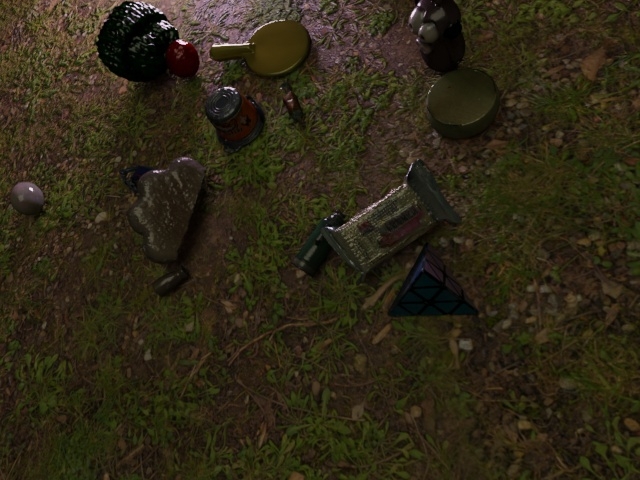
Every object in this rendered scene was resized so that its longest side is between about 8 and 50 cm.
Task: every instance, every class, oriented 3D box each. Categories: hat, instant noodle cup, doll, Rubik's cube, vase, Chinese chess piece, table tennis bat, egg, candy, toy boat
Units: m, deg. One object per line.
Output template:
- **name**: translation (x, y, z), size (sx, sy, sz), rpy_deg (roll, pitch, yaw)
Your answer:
- **hat**: translation (-0.588, -0.677, 1.513), size (0.332, 0.242, 0.274), rpy_deg (25, 94, 12)
- **instant noodle cup**: translation (-0.282, -0.400, 1.356), size (0.178, 0.125, 0.208), rpy_deg (-7, 70, 16)
- **doll**: translation (0.311, -0.540, 1.127), size (0.117, 0.257, 0.182), rpy_deg (-37, 64, 12)
- **Rubik's cube**: translation (0.239, 0.068, 0.986), size (0.212, 0.178, 0.190), rpy_deg (-9, 66, 15)
- **vase**: translation (-0.442, 0.119, 1.271), size (0.101, 0.053, 0.053), rpy_deg (-33, 64, 0)
- **Chinese chess piece**: translation (0.377, -0.364, 1.143), size (0.189, 0.083, 0.188), rpy_deg (-7, 71, 20)
- **table tennis bat**: translation (-0.210, -0.649, 1.465), size (0.369, 0.054, 0.224), rpy_deg (2, 73, 15)
- **egg**: translation (-1.062, -0.153, 1.552), size (0.103, 0.103, 0.135), rpy_deg (-33, 63, 6)
- **candy**: translation (-0.090, -0.426, 1.342), size (0.047, 0.053, 0.182), rpy_deg (-27, 63, 16)
- **toy boat**: translation (-0.574, -0.197, 1.403), size (0.223, 0.097, 0.100), rpy_deg (16, 75, 23)

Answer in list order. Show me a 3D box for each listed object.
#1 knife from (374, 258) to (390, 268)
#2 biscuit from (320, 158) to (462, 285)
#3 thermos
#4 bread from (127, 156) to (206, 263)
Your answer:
- **knife**: translation (0.204, -0.028, 1.116), size (0.063, 0.034, 0.260), rpy_deg (28, 89, 12)
- **biscuit**: translation (0.171, -0.043, 1.068), size (0.309, 0.079, 0.186), rpy_deg (-34, 89, 7)
- **thermos**: translation (-0.001, 0.000, 1.143), size (0.073, 0.083, 0.187), rpy_deg (26, 79, 47)
- **bread**: translation (-0.469, -0.102, 1.293), size (0.183, 0.102, 0.337), rpy_deg (18, 76, -12)
